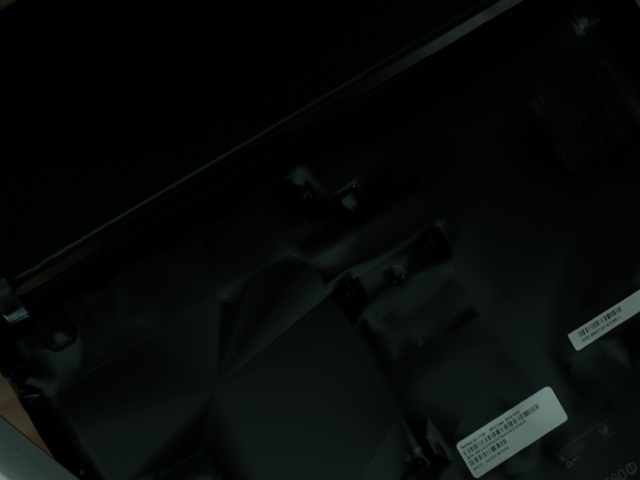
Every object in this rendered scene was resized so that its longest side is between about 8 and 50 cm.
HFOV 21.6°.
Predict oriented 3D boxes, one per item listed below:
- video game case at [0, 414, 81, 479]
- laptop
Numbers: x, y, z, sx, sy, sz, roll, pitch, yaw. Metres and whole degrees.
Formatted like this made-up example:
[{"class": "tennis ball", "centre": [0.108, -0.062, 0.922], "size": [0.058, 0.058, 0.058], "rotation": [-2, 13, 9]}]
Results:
[{"class": "video game case", "centre": [-0.201, 0.138, 0.527], "size": [0.204, 0.025, 0.285], "rotation": [38, 111, 5]}, {"class": "laptop", "centre": [0.000, 0.000, 0.574], "size": [0.234, 0.136, 0.264], "rotation": [-32, 93, -12]}]
